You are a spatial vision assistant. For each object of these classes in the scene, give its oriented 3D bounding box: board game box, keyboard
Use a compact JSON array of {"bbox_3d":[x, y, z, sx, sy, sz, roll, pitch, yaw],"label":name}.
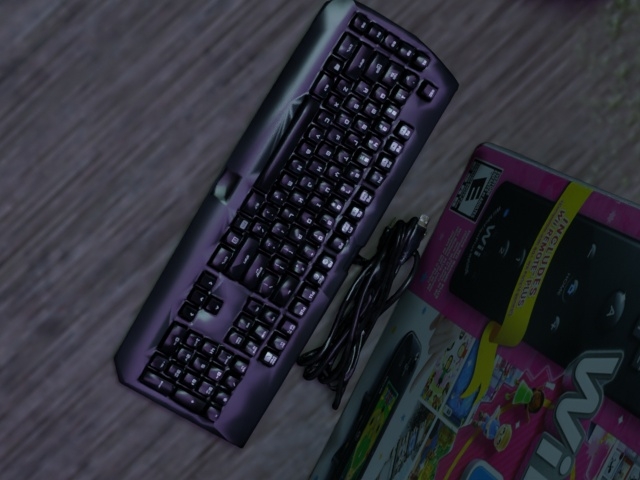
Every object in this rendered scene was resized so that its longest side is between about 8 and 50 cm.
[{"bbox_3d":[0.097,0.096,0.708,0.098,0.303,0.224,25,94,-18],"label":"board game box"},{"bbox_3d":[0.000,0.000,0.803,0.100,0.038,0.192,29,93,-19],"label":"keyboard"}]
